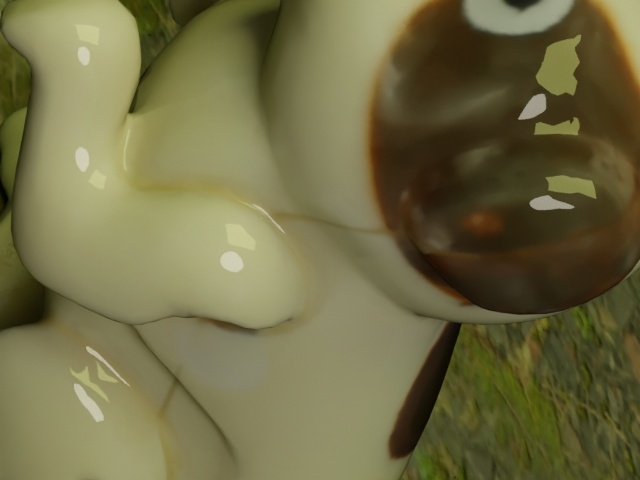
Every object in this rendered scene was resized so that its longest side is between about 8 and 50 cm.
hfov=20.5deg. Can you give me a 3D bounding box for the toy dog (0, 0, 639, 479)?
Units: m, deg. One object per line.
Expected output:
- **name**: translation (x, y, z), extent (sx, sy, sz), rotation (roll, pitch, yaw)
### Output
- **toy dog**: translation (0.000, 0.000, 0.857), extent (0.395, 0.408, 0.284), rotation (49, 40, -1)
